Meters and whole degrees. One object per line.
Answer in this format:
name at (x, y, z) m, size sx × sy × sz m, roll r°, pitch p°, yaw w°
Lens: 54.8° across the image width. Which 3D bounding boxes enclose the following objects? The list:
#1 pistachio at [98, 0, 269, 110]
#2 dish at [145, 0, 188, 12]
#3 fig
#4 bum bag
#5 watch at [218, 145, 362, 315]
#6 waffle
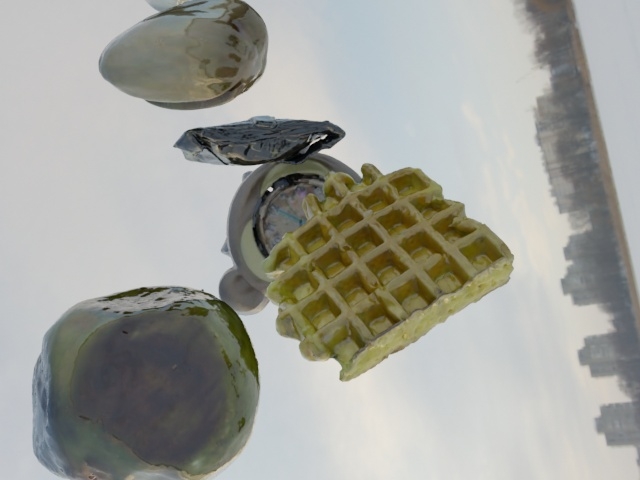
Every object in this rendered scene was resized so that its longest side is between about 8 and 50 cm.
pistachio at (-0.161, -0.220, 0.733) m, size 0.129 × 0.206 × 0.131 m, roll 29°, pitch -117°, yaw -69°
dish at (-0.277, -0.473, 0.970) m, size 0.081 × 0.230 × 0.229 m, roll -50°, pitch -56°, yaw -53°
fig at (-0.111, 0.095, 0.416) m, size 0.144 × 0.154 × 0.165 m, roll 51°, pitch -160°, yaw -4°
bum bag at (-0.084, -0.138, 0.852) m, size 0.248 × 0.102 × 0.069 m, roll -6°, pitch -80°, yaw -29°
watch at (0.000, 0.000, 1.088) m, size 0.327 × 0.335 × 0.313 m, roll 67°, pitch -142°, yaw -83°
waffle at (0.040, 0.011, 0.639) m, size 0.219 × 0.229 × 0.057 m, roll 53°, pitch 169°, yaw 38°
